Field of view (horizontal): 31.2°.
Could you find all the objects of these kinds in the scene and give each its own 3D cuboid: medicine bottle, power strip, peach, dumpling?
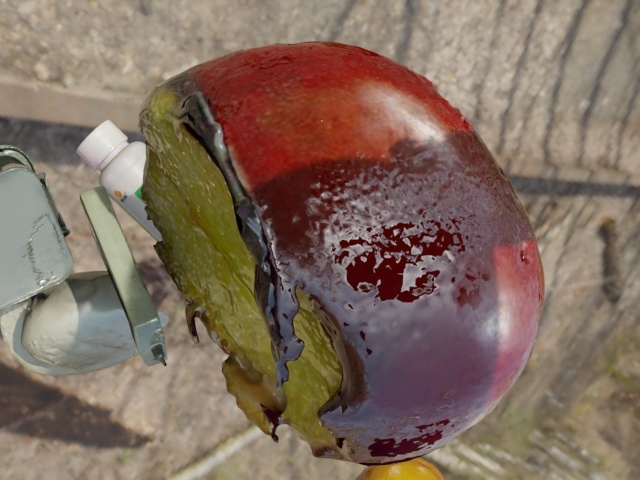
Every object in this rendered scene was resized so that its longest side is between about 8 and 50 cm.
[{"bbox_3d":[-0.237,-0.061,1.660,0.095,0.260,0.095,-47,-175,5],"label":"medicine bottle"},{"bbox_3d":[-0.197,0.039,1.157,0.029,0.227,0.080,-20,145,-13],"label":"power strip"},{"bbox_3d":[0.000,0.000,1.090,0.353,0.416,0.339,-65,-167,-24],"label":"peach"},{"bbox_3d":[0.092,0.318,1.352,0.138,0.138,0.138,-45,156,-26],"label":"peach"},{"bbox_3d":[-0.268,0.096,1.298,0.176,0.092,0.150,-14,140,-17],"label":"dumpling"}]

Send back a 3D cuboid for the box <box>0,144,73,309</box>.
[{"bbox_3d":[-0.369,0.011,1.161,0.243,0.135,0.163,-24,104,-20],"label":"box"}]
